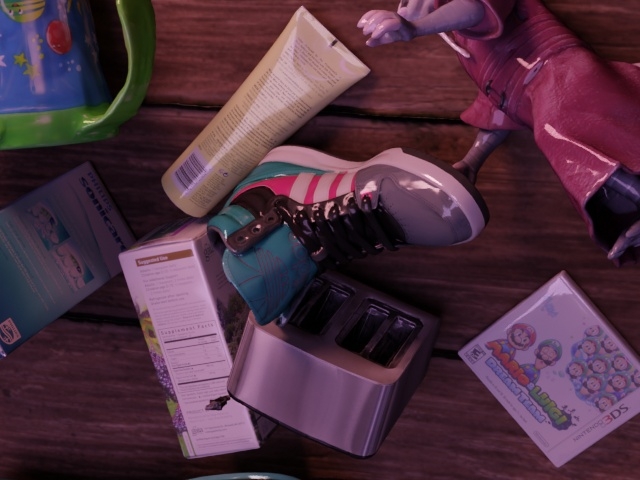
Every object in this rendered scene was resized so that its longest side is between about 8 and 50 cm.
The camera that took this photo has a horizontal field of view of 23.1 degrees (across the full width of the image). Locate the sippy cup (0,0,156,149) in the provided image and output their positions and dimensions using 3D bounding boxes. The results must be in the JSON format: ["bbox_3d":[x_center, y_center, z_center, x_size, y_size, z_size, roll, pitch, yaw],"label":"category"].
[{"bbox_3d":[-0.321,-0.207,1.552,0.305,0.240,0.224,-4,98,-10],"label":"sippy cup"}]

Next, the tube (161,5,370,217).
[{"bbox_3d":[-0.062,-0.120,1.566,0.240,0.070,0.062,-44,51,25],"label":"tube"}]

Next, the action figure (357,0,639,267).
[{"bbox_3d":[0.202,-0.152,1.373,0.276,0.248,0.370,-36,66,-4],"label":"action figure"}]

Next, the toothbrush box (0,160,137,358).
[{"bbox_3d":[-0.351,0.051,1.602,0.216,0.295,0.126,-27,99,26],"label":"toothbrush box"}]

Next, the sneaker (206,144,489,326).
[{"bbox_3d":[0.000,0.000,1.431,0.295,0.178,0.124,6,137,49],"label":"sneaker"}]

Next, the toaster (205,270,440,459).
[{"bbox_3d":[0.009,0.116,1.546,0.168,0.185,0.110,24,126,13],"label":"toaster"}]

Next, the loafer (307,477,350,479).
[{"bbox_3d":[0.072,0.303,1.656,0.220,0.080,0.078,5,115,30],"label":"loafer"}]

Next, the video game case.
[{"bbox_3d":[0.238,0.129,1.555,0.143,0.019,0.157,-41,91,28],"label":"video game case"}]

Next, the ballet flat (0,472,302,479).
[{"bbox_3d":[-0.212,0.353,1.685,0.483,0.182,0.164,-6,139,32],"label":"ballet flat"}]

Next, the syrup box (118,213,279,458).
[{"bbox_3d":[-0.119,0.099,1.642,0.096,0.093,0.237,-12,104,25],"label":"syrup box"}]
